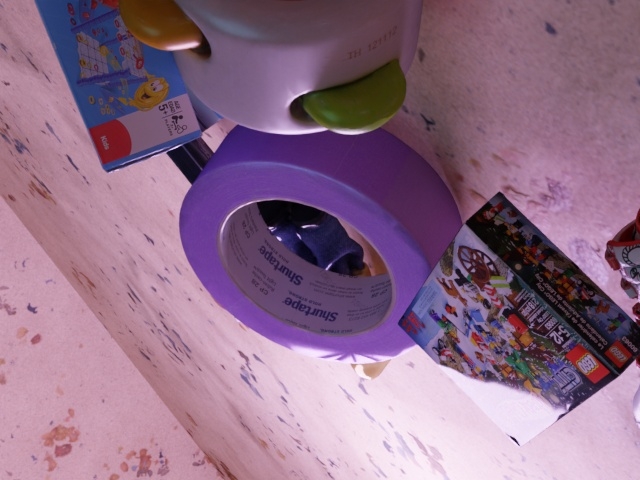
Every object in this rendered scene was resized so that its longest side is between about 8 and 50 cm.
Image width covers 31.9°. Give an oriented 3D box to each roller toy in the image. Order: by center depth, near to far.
[{"bbox_3d":[-0.023,-0.190,0.815,0.209,0.191,0.146,15,152,9],"label":"roller toy"}]

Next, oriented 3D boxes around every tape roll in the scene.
[{"bbox_3d":[0.000,0.000,1.122,0.275,0.090,0.274,16,138,15],"label":"tape roll"}]

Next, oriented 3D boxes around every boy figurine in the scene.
[{"bbox_3d":[0.031,0.053,1.298,0.177,0.092,0.285,-5,134,33],"label":"boy figurine"}]

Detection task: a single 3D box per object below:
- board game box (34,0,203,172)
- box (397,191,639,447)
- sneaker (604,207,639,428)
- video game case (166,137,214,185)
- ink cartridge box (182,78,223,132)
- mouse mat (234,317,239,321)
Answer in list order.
[{"bbox_3d":[-0.209,-0.252,0.962,0.302,0.086,0.308,-122,12,-64],"label":"board game box"},{"bbox_3d":[0.157,0.075,0.924,0.159,0.044,0.233,46,158,11],"label":"box"},{"bbox_3d":[0.272,0.050,0.848,0.145,0.090,0.270,43,155,10],"label":"sneaker"},{"bbox_3d":[-0.197,-0.160,1.292,0.274,0.026,0.196,50,-175,4],"label":"video game case"},{"bbox_3d":[-0.138,-0.178,1.240,0.104,0.060,0.180,50,159,-9],"label":"ink cartridge box"},{"bbox_3d":[-0.072,-0.009,1.294,0.007,0.152,0.189,26,151,35],"label":"mouse mat"}]
